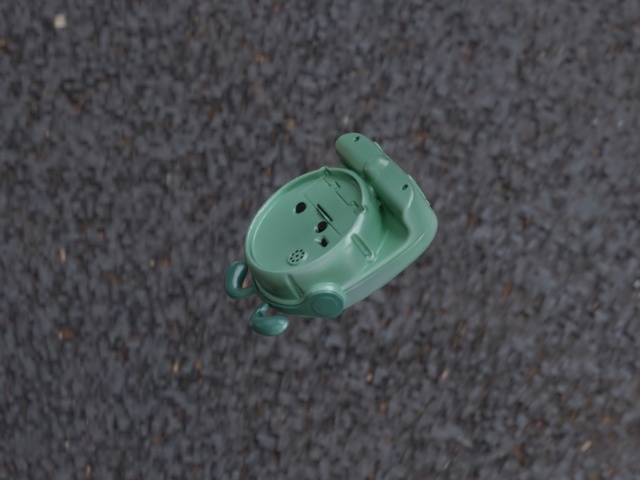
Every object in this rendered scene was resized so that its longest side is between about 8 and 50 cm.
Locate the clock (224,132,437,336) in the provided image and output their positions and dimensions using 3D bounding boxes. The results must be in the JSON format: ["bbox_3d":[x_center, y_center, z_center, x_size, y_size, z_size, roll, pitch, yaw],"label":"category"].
[{"bbox_3d":[0.000,0.001,1.439,0.188,0.060,0.148,-40,38,-3],"label":"clock"}]
